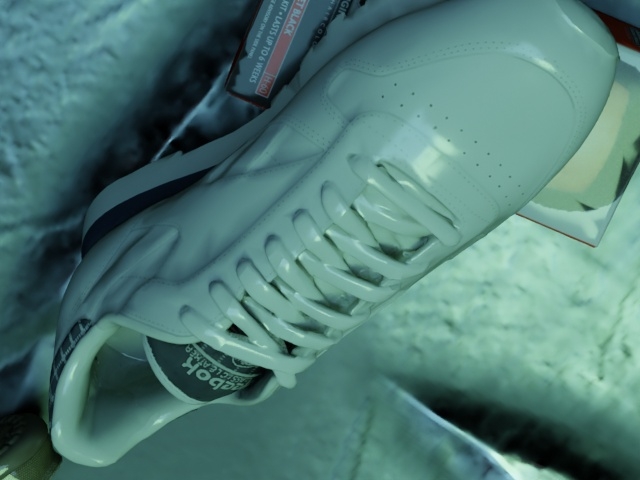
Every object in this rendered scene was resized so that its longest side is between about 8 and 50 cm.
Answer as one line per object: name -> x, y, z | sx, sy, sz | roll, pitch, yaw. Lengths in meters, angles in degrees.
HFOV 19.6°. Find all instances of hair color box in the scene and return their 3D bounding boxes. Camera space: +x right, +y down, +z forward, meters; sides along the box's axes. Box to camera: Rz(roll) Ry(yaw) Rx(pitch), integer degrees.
hair color box -> 0.045, -0.060, 0.641 | 0.141, 0.043, 0.072 | 22, 109, -5

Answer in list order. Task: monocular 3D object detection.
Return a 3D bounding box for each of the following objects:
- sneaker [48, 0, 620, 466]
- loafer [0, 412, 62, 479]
sneaker -> 0.000, 0.000, 0.598 | 0.090, 0.095, 0.235 | 40, 130, -19
loafer -> -0.139, 0.124, 0.709 | 0.050, 0.056, 0.148 | 38, 116, -10
